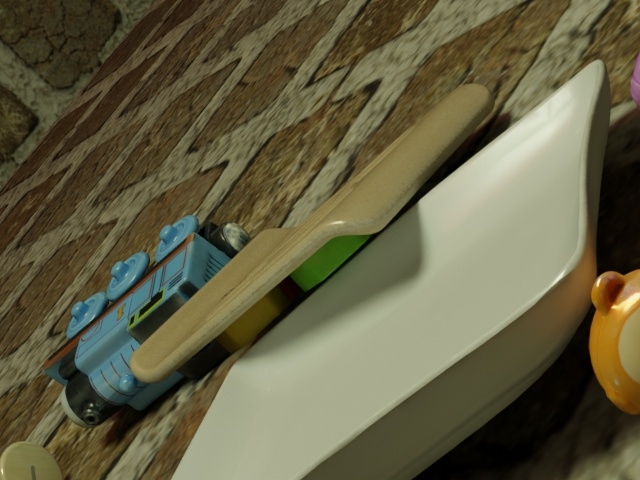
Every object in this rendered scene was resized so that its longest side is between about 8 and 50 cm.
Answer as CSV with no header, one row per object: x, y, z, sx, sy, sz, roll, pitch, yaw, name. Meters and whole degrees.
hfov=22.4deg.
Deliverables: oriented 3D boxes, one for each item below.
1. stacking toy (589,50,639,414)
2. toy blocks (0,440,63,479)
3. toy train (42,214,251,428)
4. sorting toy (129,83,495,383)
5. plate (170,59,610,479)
0.173,-0.073,0.591,0.302,0.175,0.165,-63,21,-12,stacking toy
-0.255,0.217,1.129,0.148,0.054,0.123,-36,19,35,toy blocks
-0.117,0.060,1.111,0.184,0.080,0.105,-39,24,27,toy train
0.000,0.000,0.958,0.208,0.038,0.193,-35,7,39,sorting toy
0.034,0.052,0.750,0.278,0.045,0.277,-40,10,23,plate
